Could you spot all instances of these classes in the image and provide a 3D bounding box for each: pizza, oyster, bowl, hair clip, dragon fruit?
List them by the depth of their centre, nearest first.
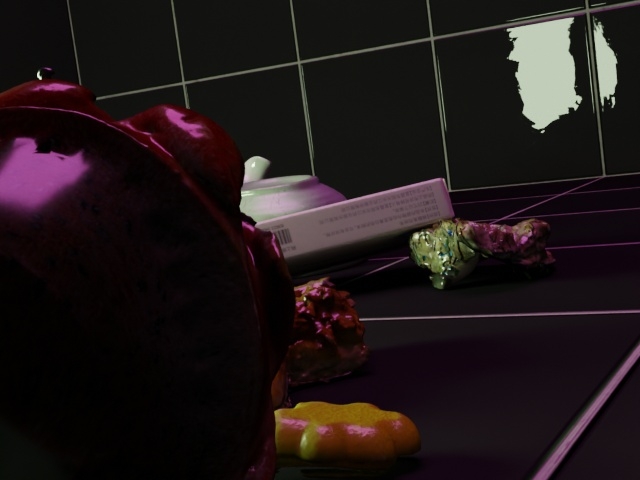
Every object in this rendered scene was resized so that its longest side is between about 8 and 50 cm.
[{"bbox_3d":[-0.141,0.060,0.511,0.269,0.295,0.130,24,20,1],"label":"dragon fruit"},{"bbox_3d":[-0.023,0.129,0.616,0.173,0.046,0.072,-5,10,1],"label":"hair clip"},{"bbox_3d":[-0.057,0.091,0.851,0.161,0.085,0.305,-2,9,37],"label":"pizza"},{"bbox_3d":[0.211,0.012,1.304,0.198,0.092,0.260,-1,5,21],"label":"oyster"},{"bbox_3d":[-0.077,-0.022,1.688,0.307,0.163,0.307,-7,9,1],"label":"bowl"}]

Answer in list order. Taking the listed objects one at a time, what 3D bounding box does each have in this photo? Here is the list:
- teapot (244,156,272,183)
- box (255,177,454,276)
[{"bbox_3d":[-0.198,-0.067,2.143,0.204,0.139,0.298,24,-37,-28],"label":"teapot"},{"bbox_3d":[0.000,0.000,1.390,0.344,0.065,0.200,-14,-9,-12],"label":"box"}]
